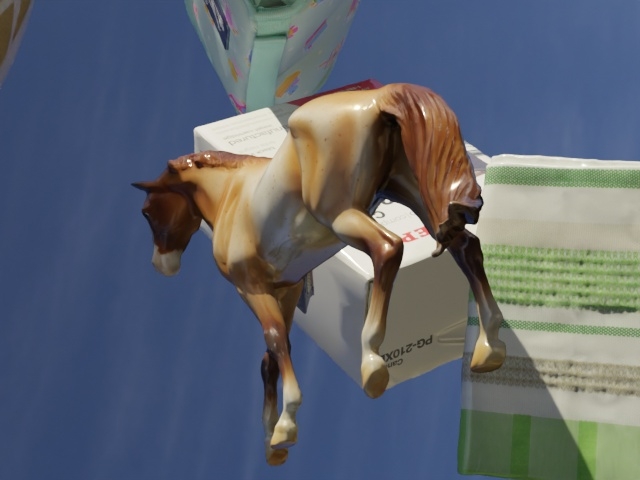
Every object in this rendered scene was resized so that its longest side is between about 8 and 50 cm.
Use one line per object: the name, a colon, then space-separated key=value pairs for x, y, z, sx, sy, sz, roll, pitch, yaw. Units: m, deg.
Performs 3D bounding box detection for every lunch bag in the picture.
lunch bag: x=-0.030 y=-0.248 z=0.994 sx=0.160 sy=0.223 sz=0.262 roll=14 pitch=-108 yaw=-3

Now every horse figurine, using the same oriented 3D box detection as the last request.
horse figurine: x=0.000 y=0.000 z=0.564 sx=0.066 sy=0.263 sz=0.175 roll=2 pitch=-113 yaw=-33

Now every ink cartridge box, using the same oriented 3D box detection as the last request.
ink cartridge box: x=0.037 y=-0.015 z=0.882 sx=0.172 sy=0.237 sz=0.100 roll=-19 pitch=-51 yaw=-27

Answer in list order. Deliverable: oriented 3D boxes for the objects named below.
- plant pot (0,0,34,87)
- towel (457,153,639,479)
plant pot: x=-0.256 y=-0.175 z=0.627 sx=0.191 sy=0.284 sz=0.284 roll=-49 pitch=-58 yaw=-25
towel: x=0.123 y=0.038 z=0.547 sx=0.023 sy=0.113 sz=0.152 roll=26 pitch=-110 yaw=-67
